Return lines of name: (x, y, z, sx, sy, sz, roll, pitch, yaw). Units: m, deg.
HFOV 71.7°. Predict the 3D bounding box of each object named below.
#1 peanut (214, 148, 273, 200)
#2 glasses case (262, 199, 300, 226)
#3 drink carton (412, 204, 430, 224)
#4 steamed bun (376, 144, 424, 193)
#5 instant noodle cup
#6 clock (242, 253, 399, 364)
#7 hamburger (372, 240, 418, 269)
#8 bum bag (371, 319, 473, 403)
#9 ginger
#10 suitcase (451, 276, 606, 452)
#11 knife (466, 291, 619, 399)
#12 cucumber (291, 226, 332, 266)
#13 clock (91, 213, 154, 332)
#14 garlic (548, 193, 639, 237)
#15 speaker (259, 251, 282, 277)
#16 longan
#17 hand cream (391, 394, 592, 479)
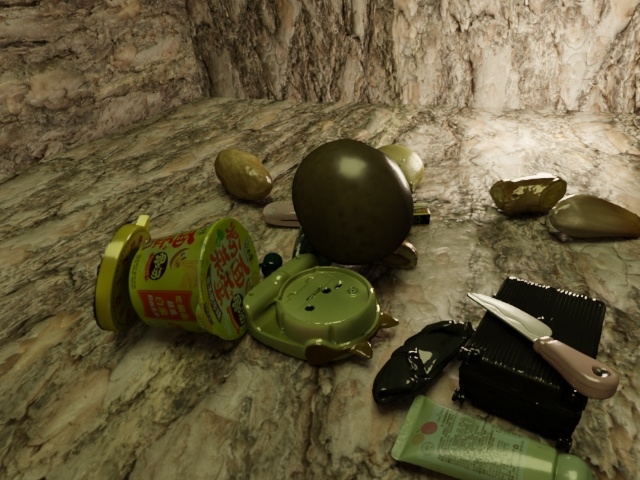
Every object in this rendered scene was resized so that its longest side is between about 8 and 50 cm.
peanut: (-0.322, -0.276, 1.868, 0.193, 0.169, 0.387, -15, 35, -26)
glasses case: (-0.064, -0.100, 1.620, 0.297, 0.075, 0.113, 1, 32, 9)
drink carton: (0.303, -0.091, 1.583, 0.166, 0.056, 0.071, -3, 35, 2)
steamed bun: (0.285, -0.294, 1.823, 0.273, 0.165, 0.232, 19, 36, 33)
instant noodle cup: (-0.316, 0.103, 1.119, 0.222, 0.311, 0.311, -6, 29, 17)
clock: (0.010, 0.170, 1.109, 0.349, 0.117, 0.286, 17, 37, 31)
hamburger: (0.218, 0.022, 1.370, 0.176, 0.087, 0.102, 5, 33, 19)
bum bag: (0.224, 0.247, 0.967, 0.326, 0.079, 0.142, -30, 6, -39)
ginger: (0.747, -0.176, 1.612, 0.276, 0.130, 0.221, -20, 25, -36)
suitcase: (0.446, 0.228, 0.927, 0.230, 0.152, 0.335, 17, 36, 31)
knife: (0.409, 0.173, 0.845, 0.081, 0.042, 0.336, -6, 26, -19)
cucumber: (0.001, -0.002, 1.399, 0.105, 0.145, 0.325, 2, 34, 23)
clock: (-0.484, 0.095, 1.142, 0.071, 0.276, 0.293, 10, 37, -2)
garlic: (0.878, -0.071, 1.430, 0.319, 0.112, 0.143, 4, 53, 1)
speaker: (-0.164, 0.076, 1.346, 0.095, 0.060, 0.075, -2, 29, 3)
longan: (0.090, -0.104, 1.239, 0.362, 0.360, 0.360, -3, 30, 2)
hand cream: (0.289, 0.370, 0.765, 0.306, 0.093, 0.147, 12, 39, 28)
